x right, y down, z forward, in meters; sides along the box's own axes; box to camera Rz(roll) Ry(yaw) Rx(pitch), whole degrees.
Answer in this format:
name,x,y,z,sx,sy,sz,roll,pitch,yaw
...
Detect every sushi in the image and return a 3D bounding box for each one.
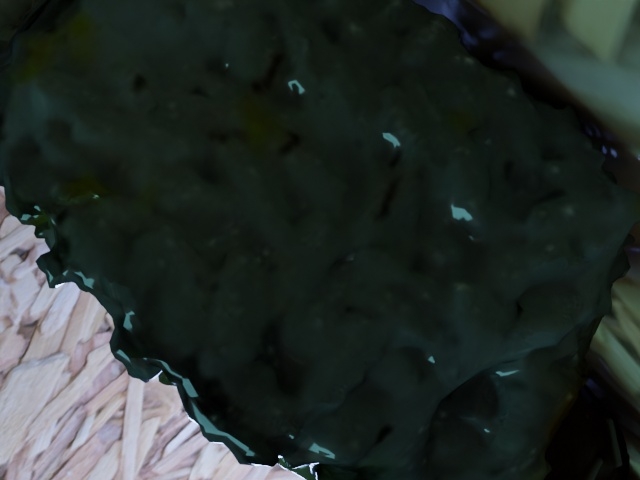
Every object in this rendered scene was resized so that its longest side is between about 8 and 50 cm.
name,x,y,z,sx,sy,sz,roll,pitch,yaw
sushi,0.000,0.000,0.445,0.274,0.139,0.184,41,176,5

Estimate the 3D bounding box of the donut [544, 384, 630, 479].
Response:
name,x,y,z,sx,sy,sz,roll,pitch,yaw
donut,0.067,0.077,0.693,0.216,0.096,0.230,42,173,5
